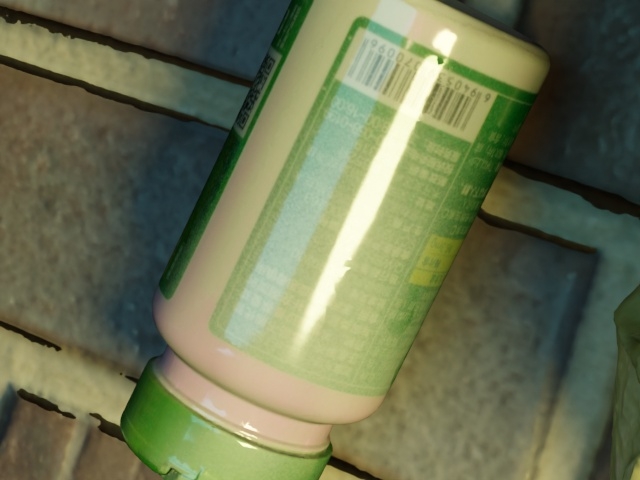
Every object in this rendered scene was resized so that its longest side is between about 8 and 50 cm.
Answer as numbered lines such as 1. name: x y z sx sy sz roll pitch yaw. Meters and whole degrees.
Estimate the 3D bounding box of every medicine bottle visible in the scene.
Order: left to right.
1. medicine bottle: 0.000 0.000 0.925 0.133 0.133 0.274 32 101 29

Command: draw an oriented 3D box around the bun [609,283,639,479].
1. bun: 0.228 0.032 0.677 0.213 0.361 0.361 30 103 -4
